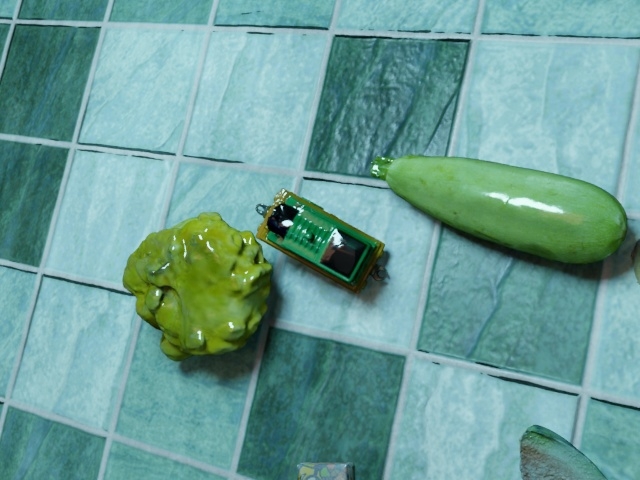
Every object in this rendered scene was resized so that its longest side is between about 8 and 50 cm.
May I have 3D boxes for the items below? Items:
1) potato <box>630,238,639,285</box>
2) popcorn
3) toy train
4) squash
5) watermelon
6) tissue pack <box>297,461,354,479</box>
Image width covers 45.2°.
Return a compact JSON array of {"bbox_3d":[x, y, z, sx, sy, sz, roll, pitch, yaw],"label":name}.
[{"bbox_3d":[0.444,0.044,1.018,0.037,0.036,0.093,-52,37,46],"label":"potato"},{"bbox_3d":[-0.188,0.076,1.223,0.233,0.192,0.266,39,120,11],"label":"popcorn"},{"bbox_3d":[0.000,0.000,1.154,0.227,0.136,0.091,29,91,3],"label":"toy train"},{"bbox_3d":[0.241,-0.053,1.084,0.370,0.118,0.118,16,86,29],"label":"squash"},{"bbox_3d":[0.307,0.298,0.990,0.094,0.081,0.180,-31,103,-5],"label":"watermelon"},{"bbox_3d":[0.008,0.361,1.140,0.083,0.035,0.063,-9,76,23],"label":"tissue pack"}]
